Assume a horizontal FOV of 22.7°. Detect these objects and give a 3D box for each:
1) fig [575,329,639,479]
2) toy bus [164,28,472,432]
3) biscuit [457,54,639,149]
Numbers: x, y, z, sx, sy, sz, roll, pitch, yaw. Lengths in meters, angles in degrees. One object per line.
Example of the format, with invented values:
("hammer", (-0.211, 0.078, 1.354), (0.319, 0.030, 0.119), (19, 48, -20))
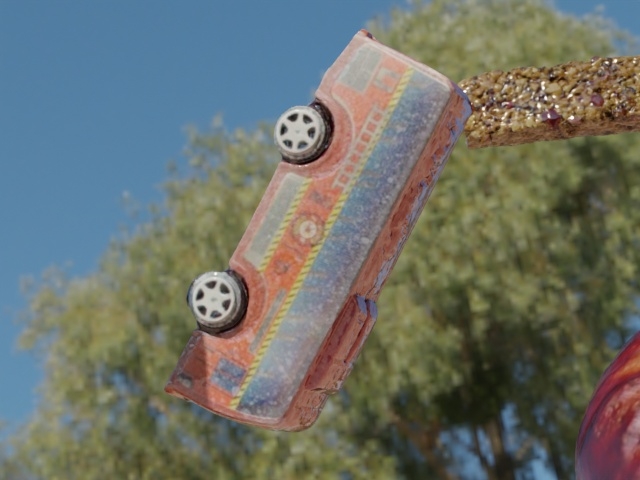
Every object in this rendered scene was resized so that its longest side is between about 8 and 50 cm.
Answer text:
("fig", (0.132, 0.079, 0.461), (0.128, 0.128, 0.150), (-5, -25, -8))
("toy bus", (0.000, 0.000, 0.745), (0.077, 0.192, 0.065), (27, 1, 19))
("biscuit", (0.207, -0.111, 1.247), (0.199, 0.064, 0.034), (-8, -26, 8))
